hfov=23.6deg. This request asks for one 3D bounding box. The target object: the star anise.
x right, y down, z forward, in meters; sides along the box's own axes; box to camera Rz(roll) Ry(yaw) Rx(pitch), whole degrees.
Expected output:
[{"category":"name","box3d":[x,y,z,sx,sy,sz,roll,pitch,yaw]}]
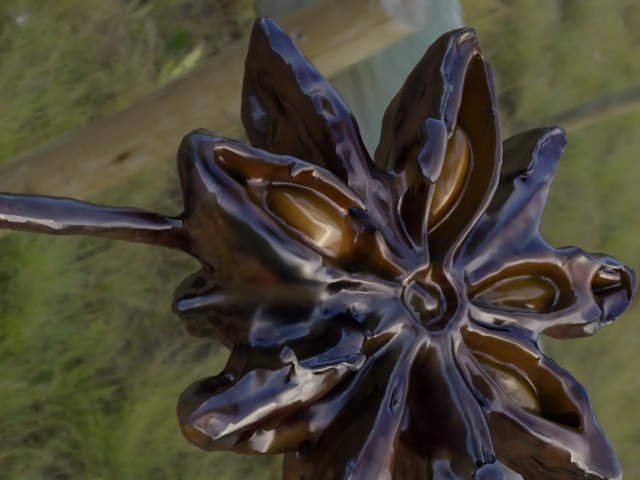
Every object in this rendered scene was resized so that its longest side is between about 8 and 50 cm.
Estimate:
[{"category":"star anise","box3d":[-0.001,-0.002,0.446,0.234,0.073,0.177,45,58,-19]}]
